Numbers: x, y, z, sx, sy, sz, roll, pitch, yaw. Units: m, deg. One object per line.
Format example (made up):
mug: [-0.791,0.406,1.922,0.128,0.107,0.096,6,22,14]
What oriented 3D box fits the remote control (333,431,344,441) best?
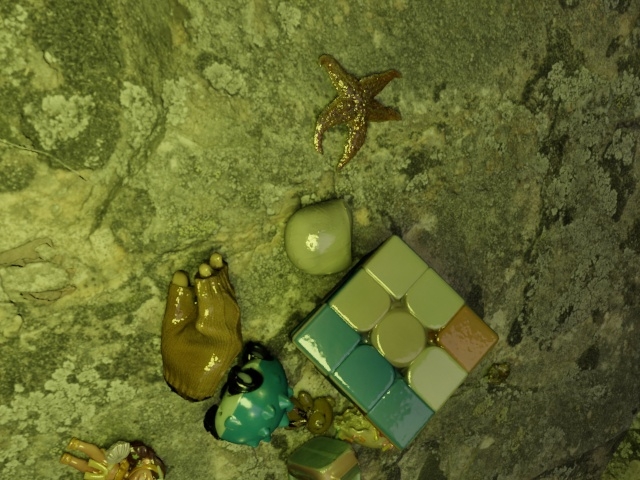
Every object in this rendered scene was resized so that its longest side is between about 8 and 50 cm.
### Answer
remote control: [0.043,0.749,1.485,0.051,0.103,0.293,7,103,-5]

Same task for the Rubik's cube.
Rubik's cube: [0.153,0.240,1.177,0.344,0.346,0.347,44,78,2]

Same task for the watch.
watch: [0.010,0.724,1.367,0.161,0.253,0.241,-16,94,-44]

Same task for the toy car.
toy car: [-0.157,0.392,1.162,0.190,0.255,0.189,28,103,-1]

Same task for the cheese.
cheese: [0.000,0.000,1.199,0.189,0.154,0.198,-9,109,-22]

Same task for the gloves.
gloves: [-0.272,0.196,1.095,0.155,0.203,0.357,-9,116,-51]

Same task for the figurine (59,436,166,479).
figurine: [-0.483,0.540,1.108,0.240,0.115,0.175,31,86,-27]

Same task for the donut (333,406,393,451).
donut: [0.216,0.469,1.449,0.307,0.150,0.371,27,84,-37]

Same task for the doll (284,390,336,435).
doll: [-0.050,0.507,1.359,0.209,0.097,0.137,16,102,-27]

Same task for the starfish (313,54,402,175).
starfish: [0.105,-0.338,1.212,0.302,0.060,0.299,-22,112,-23]

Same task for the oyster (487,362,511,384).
oyster: [0.691,0.514,1.818,0.122,0.045,0.146,-49,123,-25]
